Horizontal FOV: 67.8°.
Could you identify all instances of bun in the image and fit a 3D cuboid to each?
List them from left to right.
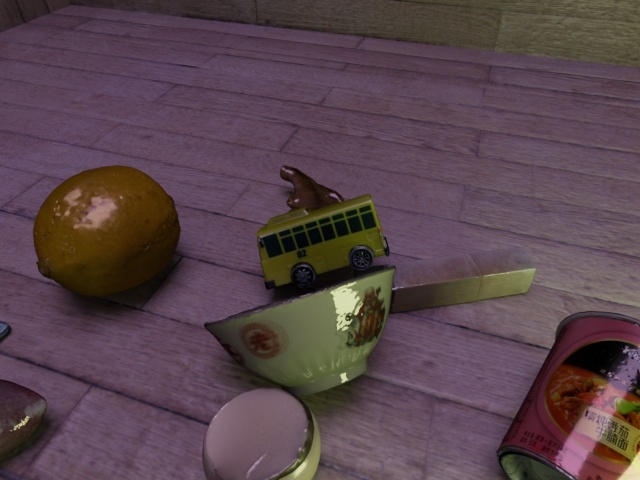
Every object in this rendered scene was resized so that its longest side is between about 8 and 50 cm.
[{"bbox_3d":[-0.083,0.312,0.706,0.172,0.120,0.173,-5,36,3],"label":"bun"}]

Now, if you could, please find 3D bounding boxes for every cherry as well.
[{"bbox_3d":[-0.524,0.261,0.773,0.148,0.115,0.188,-26,39,0],"label":"cherry"}]

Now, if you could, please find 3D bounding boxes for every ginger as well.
[{"bbox_3d":[-0.013,-0.065,1.173,0.166,0.080,0.333,7,39,-16],"label":"ginger"}]

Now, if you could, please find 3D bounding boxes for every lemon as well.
[{"bbox_3d":[-0.436,-0.018,0.977,0.258,0.258,0.310,21,43,22],"label":"lemon"}]

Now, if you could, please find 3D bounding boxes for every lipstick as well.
[{"bbox_3d":[0.257,0.085,0.997,0.371,0.080,0.076,-6,40,-8],"label":"lipstick"}]

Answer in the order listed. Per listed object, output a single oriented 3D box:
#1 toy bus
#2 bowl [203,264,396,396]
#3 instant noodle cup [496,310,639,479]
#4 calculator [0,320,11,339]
[{"bbox_3d":[0.000,0.000,0.984,0.262,0.150,0.128,-16,9,8],"label":"toy bus"},{"bbox_3d":[-0.011,0.162,0.807,0.337,0.337,0.157,-16,85,-18],"label":"bowl"},{"bbox_3d":[0.398,0.270,0.693,0.244,0.244,0.255,33,59,32],"label":"instant noodle cup"},{"bbox_3d":[-0.697,0.167,0.948,0.172,0.018,0.057,14,42,15],"label":"calculator"}]
